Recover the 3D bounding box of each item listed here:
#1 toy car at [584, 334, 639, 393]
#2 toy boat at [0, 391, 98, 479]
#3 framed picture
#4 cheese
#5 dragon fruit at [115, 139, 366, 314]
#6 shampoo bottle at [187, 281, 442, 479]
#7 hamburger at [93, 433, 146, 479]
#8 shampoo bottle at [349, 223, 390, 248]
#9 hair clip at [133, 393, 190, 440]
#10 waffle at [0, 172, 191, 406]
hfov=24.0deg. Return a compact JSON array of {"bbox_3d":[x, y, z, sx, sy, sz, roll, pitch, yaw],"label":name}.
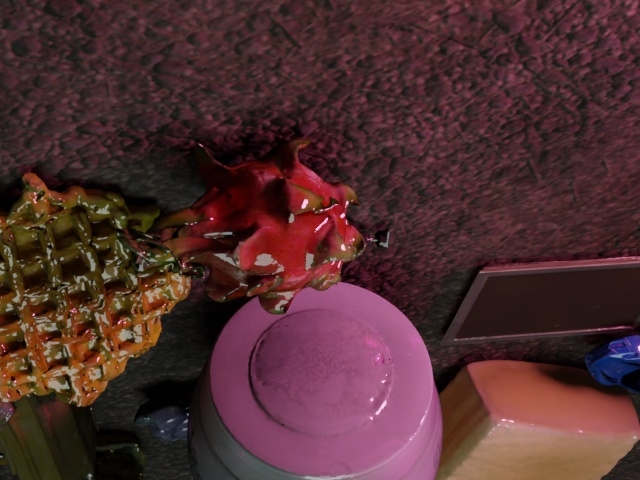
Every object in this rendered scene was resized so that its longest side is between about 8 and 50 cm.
[{"bbox_3d":[0.414,0.154,1.848,0.216,0.063,0.103,6,151,-40],"label":"toy car"},{"bbox_3d":[-0.341,0.195,1.655,0.162,0.135,0.445,-2,154,-2],"label":"toy boat"},{"bbox_3d":[0.276,0.067,1.709,0.252,0.014,0.197,-3,152,-11],"label":"framed picture"},{"bbox_3d":[0.240,0.273,1.938,0.243,0.123,0.265,6,137,-29],"label":"cheese"},{"bbox_3d":[-0.072,-0.014,1.318,0.236,0.137,0.135,2,136,-24],"label":"dragon fruit"},{"bbox_3d":[-0.006,0.198,1.600,0.273,0.273,0.266,-6,147,-5],"label":"shampoo bottle"},{"bbox_3d":[-0.302,0.324,1.912,0.185,0.131,0.159,1,148,-10],"label":"hamburger"},{"bbox_3d":[0.000,0.000,1.484,0.137,0.027,0.048,-1,154,-15],"label":"shampoo bottle"},{"bbox_3d":[-0.140,0.207,1.839,0.195,0.052,0.124,0,159,-34],"label":"hair clip"},{"bbox_3d":[-0.246,0.052,1.404,0.254,0.052,0.245,23,111,-38],"label":"waffle"}]
